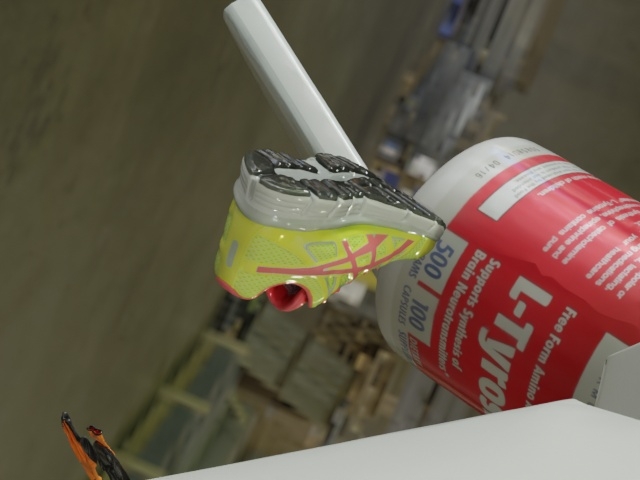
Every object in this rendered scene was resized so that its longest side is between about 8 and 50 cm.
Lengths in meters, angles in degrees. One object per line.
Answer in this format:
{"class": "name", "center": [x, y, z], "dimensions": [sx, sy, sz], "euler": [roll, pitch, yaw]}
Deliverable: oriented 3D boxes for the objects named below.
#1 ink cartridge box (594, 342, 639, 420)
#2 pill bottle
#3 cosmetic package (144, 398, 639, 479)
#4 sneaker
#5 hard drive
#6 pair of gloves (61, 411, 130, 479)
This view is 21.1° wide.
{"class": "ink cartridge box", "center": [0.282, 0.126, 1.010], "dimensions": [0.148, 0.203, 0.086], "euler": [-37, -150, 57]}
{"class": "pill bottle", "center": [0.258, 0.095, 1.430], "dimensions": [0.229, 0.408, 0.229], "euler": [-29, 137, -32]}
{"class": "cosmetic package", "center": [0.010, 0.170, 0.621], "dimensions": [0.197, 0.366, 0.155], "euler": [15, -72, 60]}
{"class": "sneaker", "center": [0.000, 0.000, 1.079], "dimensions": [0.208, 0.081, 0.094], "euler": [7, 113, -55]}
{"class": "hard drive", "center": [0.019, -0.073, 1.829], "dimensions": [0.047, 0.353, 0.233], "euler": [-31, 157, -1]}
{"class": "pair of gloves", "center": [-0.193, 0.183, 1.476], "dimensions": [0.010, 0.083, 0.074], "euler": [-37, 118, -27]}
